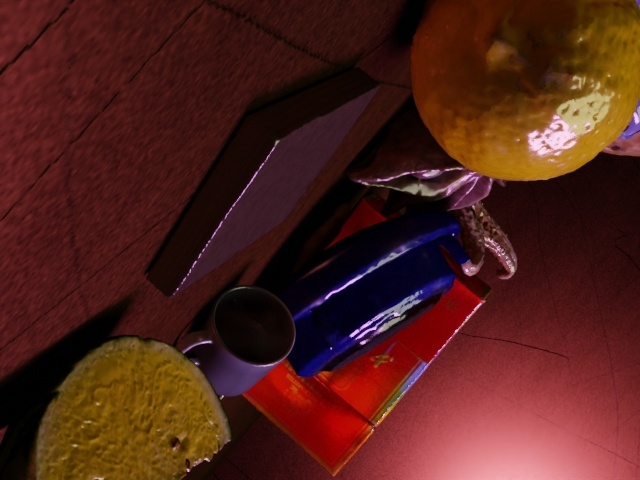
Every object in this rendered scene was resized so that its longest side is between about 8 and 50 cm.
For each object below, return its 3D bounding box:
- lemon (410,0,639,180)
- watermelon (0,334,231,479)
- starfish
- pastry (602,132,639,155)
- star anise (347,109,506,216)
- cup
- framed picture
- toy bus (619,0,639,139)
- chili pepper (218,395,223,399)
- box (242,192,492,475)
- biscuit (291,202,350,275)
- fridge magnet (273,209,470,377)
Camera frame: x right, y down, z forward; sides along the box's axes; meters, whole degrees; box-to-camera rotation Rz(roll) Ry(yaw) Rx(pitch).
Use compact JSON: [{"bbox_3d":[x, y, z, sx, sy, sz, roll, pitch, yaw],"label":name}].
[{"bbox_3d":[0.151,-0.131,0.731,0.180,0.180,0.193,-49,152,-8],"label":"lemon"},{"bbox_3d":[-0.119,0.098,0.560,0.181,0.092,0.075,-21,138,-60],"label":"watermelon"},{"bbox_3d":[0.201,-0.105,1.314,0.327,0.094,0.375,67,25,-53],"label":"starfish"},{"bbox_3d":[0.426,-0.271,1.164,0.409,0.245,0.410,-158,-90,-85],"label":"pastry"},{"bbox_3d":[0.166,-0.127,1.037,0.292,0.109,0.349,-46,159,8],"label":"star anise"},{"bbox_3d":[-0.082,0.092,0.871,0.100,0.078,0.077,-3,150,-32],"label":"cup"},{"bbox_3d":[-0.031,-0.041,0.631,0.128,0.023,0.168,-53,173,29],"label":"framed picture"},{"bbox_3d":[0.292,-0.216,0.860,0.125,0.133,0.292,-50,138,-22],"label":"toy bus"},{"bbox_3d":[-0.172,0.230,1.066,0.272,0.063,0.071,-37,153,-54],"label":"chili pepper"},{"bbox_3d":[0.045,0.121,1.291,0.313,0.197,0.089,-53,173,18],"label":"box"},{"bbox_3d":[0.000,0.000,1.102,0.081,0.018,0.083,-48,174,-22],"label":"biscuit"},{"bbox_3d":[0.040,0.058,1.072,0.265,0.113,0.265,-31,171,-6],"label":"fridge magnet"}]
